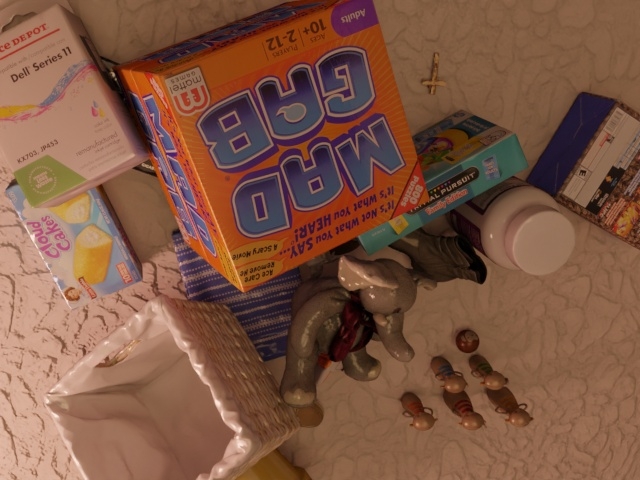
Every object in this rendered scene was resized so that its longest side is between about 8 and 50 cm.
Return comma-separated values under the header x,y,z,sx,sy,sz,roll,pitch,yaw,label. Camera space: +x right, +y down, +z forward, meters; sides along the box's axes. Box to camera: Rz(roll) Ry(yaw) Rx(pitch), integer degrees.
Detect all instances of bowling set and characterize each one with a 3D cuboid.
x,y,z,sx,sy,sz,roll,pitch,yaw,label
0.323,0.315,1.734,0.287,0.154,0.199,-6,109,-11,bowling set

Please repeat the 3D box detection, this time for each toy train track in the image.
x,y,z,sx,sy,sz,roll,pitch,yaw,label
0.230,-0.337,1.575,0.048,0.014,0.083,4,101,-6,toy train track

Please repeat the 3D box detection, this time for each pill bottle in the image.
x,y,z,sx,sy,sz,roll,pitch,yaw,label
0.376,-0.038,1.550,0.169,0.301,0.169,-4,109,-11,pill bottle

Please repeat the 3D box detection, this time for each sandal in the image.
x,y,z,sx,sy,sz,roll,pitch,yaw,label
0.063,0.207,1.669,0.076,0.102,0.265,25,99,-16,sandal
0.000,0.000,1.613,0.180,0.049,0.072,-16,125,-11,sandal

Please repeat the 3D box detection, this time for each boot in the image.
x,y,z,sx,sy,sz,roll,pitch,yaw,label
-0.081,0.382,1.659,0.213,0.165,0.077,22,103,-17,boot
0.231,-0.001,1.600,0.246,0.161,0.083,45,60,-26,boot

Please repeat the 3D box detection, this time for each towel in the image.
x,y,z,sx,sy,sz,roll,pitch,yaw,label
-0.155,0.107,1.622,0.243,0.040,0.336,-15,110,-8,towel

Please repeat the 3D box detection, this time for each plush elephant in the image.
x,y,z,sx,sy,sz,roll,pitch,yaw,label
0.086,0.137,1.472,0.272,0.255,0.330,2,81,-49,plush elephant

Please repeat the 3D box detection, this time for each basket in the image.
x,y,z,sx,sy,sz,roll,pitch,yaw,label
-0.262,0.322,1.453,0.328,0.266,0.331,-40,71,15,basket

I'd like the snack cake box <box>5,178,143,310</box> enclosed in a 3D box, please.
x,y,z,sx,sy,sz,roll,pitch,yaw,label
-0.463,-0.019,1.485,0.152,0.089,0.264,-24,111,-5,snack cake box

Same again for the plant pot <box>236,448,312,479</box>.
x,y,z,sx,sy,sz,roll,pitch,yaw,label
-0.158,0.530,1.664,0.254,0.254,0.239,-32,96,-1,plant pot

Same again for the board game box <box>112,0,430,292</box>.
x,y,z,sx,sy,sz,roll,pitch,yaw,label
-0.093,-0.186,1.334,0.356,0.356,0.356,-26,112,-17,board game box

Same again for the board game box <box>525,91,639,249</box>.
x,y,z,sx,sy,sz,roll,pitch,yaw,label
0.634,-0.141,1.660,0.291,0.141,0.232,27,100,-19,board game box

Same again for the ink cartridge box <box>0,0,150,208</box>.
x,y,z,sx,sy,sz,roll,pitch,yaw,label
-0.469,-0.255,1.331,0.207,0.119,0.353,-27,93,3,ink cartridge box

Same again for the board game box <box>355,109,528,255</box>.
x,y,z,sx,sy,sz,roll,pitch,yaw,label
0.190,-0.122,1.507,0.336,0.254,0.079,-29,112,-2,board game box

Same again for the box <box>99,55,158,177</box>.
x,y,z,sx,sy,sz,roll,pitch,yaw,label
-0.367,-0.233,1.455,0.220,0.051,0.175,19,102,-18,box
